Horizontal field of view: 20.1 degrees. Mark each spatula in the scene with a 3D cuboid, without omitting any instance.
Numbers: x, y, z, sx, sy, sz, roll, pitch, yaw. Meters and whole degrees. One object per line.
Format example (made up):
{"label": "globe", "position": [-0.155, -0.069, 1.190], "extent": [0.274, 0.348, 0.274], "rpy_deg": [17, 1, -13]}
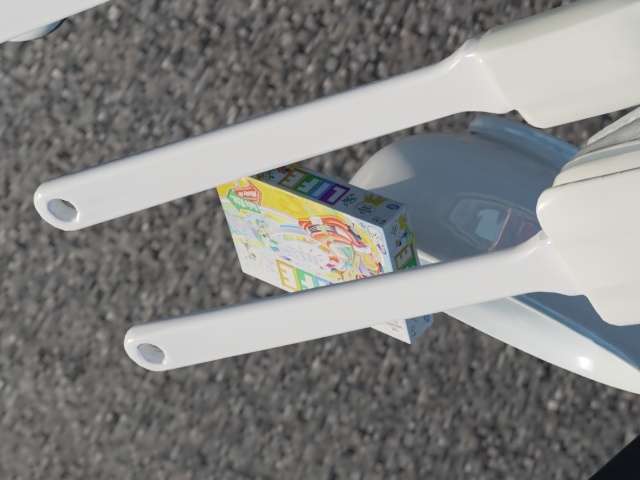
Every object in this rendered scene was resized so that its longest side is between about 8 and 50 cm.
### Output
{"label": "spatula", "position": [0.004, -0.035, 0.450], "extent": [0.242, 0.019, 0.168], "rpy_deg": [-12, 127, 38]}

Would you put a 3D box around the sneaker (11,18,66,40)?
{"label": "sneaker", "position": [-0.127, -0.166, 0.693], "extent": [0.132, 0.086, 0.228], "rpy_deg": [-1, 138, -39]}

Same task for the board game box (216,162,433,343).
{"label": "board game box", "position": [0.000, 0.000, 1.204], "extent": [0.154, 0.026, 0.103], "rpy_deg": [21, 142, 37]}

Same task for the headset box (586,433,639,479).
{"label": "headset box", "position": [0.242, 0.154, 0.881], "extent": [0.131, 0.246, 0.283], "rpy_deg": [38, 150, 31]}

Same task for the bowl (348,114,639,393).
{"label": "bowl", "position": [0.150, -0.005, 1.372], "extent": [0.298, 0.134, 0.298], "rpy_deg": [26, 175, 3]}

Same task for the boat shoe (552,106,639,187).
{"label": "boat shoe", "position": [0.174, -0.053, 0.584], "extent": [0.228, 0.081, 0.079], "rpy_deg": [-17, 154, 38]}
